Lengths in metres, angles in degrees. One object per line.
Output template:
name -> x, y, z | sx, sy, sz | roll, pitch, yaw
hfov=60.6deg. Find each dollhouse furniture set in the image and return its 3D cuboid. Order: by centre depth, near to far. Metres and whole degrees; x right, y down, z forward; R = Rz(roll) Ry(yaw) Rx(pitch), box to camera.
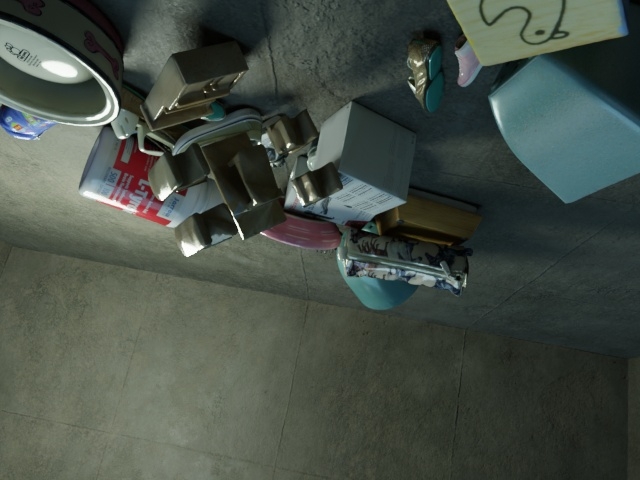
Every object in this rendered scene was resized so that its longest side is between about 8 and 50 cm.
dollhouse furniture set -> -0.221, -0.195, 1.238 | 0.361, 0.395, 0.256 | -26, -177, -33

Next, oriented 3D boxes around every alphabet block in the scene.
alphabet block -> 0.290, -0.381, 0.729 | 0.197, 0.194, 0.192 | -3, 155, 36

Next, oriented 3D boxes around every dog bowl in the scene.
dog bowl -> -0.628, -0.423, 1.213 | 0.407, 0.151, 0.408 | 11, 162, 4

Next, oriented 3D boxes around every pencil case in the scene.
pencil case -> -0.785, -0.362, 1.524 | 0.305, 0.119, 0.133 | -6, 126, 43
pencil case -> 0.263, 0.066, 1.731 | 0.409, 0.160, 0.183 | 10, 178, 8

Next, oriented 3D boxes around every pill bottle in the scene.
pill bottle -> -0.528, -0.179, 1.747 | 0.407, 0.229, 0.229 | 21, 159, -28

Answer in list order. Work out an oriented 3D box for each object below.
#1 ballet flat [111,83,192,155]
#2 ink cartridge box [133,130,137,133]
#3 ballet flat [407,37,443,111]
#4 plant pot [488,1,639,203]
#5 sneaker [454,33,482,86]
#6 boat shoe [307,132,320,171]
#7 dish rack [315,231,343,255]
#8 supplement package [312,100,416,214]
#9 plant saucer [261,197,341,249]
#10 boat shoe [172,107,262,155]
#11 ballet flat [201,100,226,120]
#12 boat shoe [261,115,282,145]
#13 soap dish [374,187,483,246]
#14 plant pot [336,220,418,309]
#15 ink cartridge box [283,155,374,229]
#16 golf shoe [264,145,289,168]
ballet flat -> -0.486, -0.311, 1.498 | 0.116, 0.124, 0.342 | -1, 158, 37
ink cartridge box -> -0.550, -0.342, 1.593 | 0.115, 0.029, 0.062 | -4, 156, 42
ballet flat -> 0.212, -0.341, 1.119 | 0.067, 0.073, 0.206 | 34, 167, 22
plant pot -> 0.444, -0.259, 0.940 | 0.252, 0.247, 0.248 | 32, 158, -8
sneaker -> 0.279, -0.352, 1.048 | 0.070, 0.051, 0.134 | 16, 158, -9
boat shoe -> 0.101, -0.202, 1.531 | 0.319, 0.099, 0.116 | 21, 143, -32
dish rack -> 0.000, 0.000, 2.167 | 0.271, 0.074, 0.208 | 10, 162, 33
supplement package -> 0.106, -0.198, 1.368 | 0.203, 0.194, 0.149 | 21, 159, -25
plant saucer -> -0.082, -0.068, 1.844 | 0.331, 0.084, 0.332 | 15, -163, -4
boat shoe -> -0.283, -0.254, 1.467 | 0.302, 0.094, 0.109 | -21, 154, 30
ballet flat -> -0.320, -0.347, 1.431 | 0.168, 0.057, 0.052 | 13, -170, 7
boat shoe -> -0.147, -0.285, 1.486 | 0.184, 0.066, 0.063 | -20, 145, 40
soap dish -> 0.338, -0.058, 1.767 | 0.290, 0.118, 0.229 | 15, 161, -8
plant pot -> 0.196, 0.068, 1.989 | 0.292, 0.293, 0.235 | -4, 144, 39
ink cartridge box -> 0.034, -0.143, 1.700 | 0.272, 0.114, 0.197 | 15, 162, -7
golf shoe -> -0.185, -0.249, 1.607 | 0.198, 0.077, 0.094 | -15, 138, 40
